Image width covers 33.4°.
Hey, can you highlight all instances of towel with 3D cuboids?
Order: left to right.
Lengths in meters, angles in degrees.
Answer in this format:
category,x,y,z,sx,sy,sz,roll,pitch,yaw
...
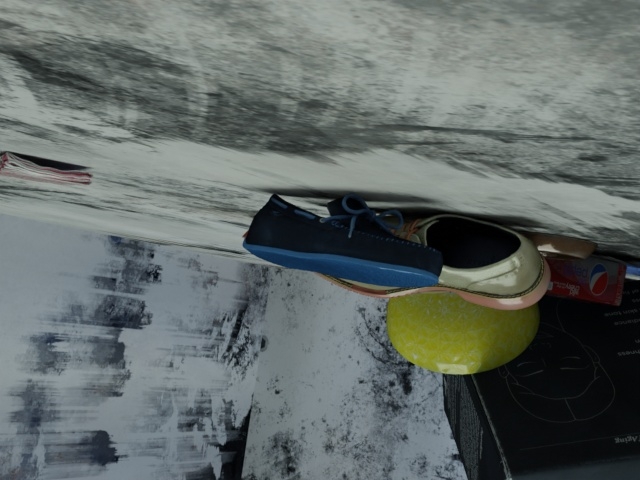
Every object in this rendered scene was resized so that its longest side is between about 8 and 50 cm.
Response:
category,x,y,z,sx,sy,sz,roll,pitch,yaw
towel,-0.460,-0.113,1.702,0.144,0.029,0.197,10,178,-31

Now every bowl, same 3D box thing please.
category,x,y,z,sx,sy,sz,roll,pitch,yaw
bowl,0.258,0.091,1.976,0.290,0.156,0.289,-7,-142,5

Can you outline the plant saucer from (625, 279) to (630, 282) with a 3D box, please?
category,x,y,z,sx,sy,sz,roll,pitch,yaw
plant saucer,0.632,0.101,2.433,0.199,0.036,0.198,9,176,1

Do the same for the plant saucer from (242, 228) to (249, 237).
category,x,y,z,sx,sy,sz,roll,pitch,yaw
plant saucer,0.000,0.000,2.206,0.259,0.047,0.259,7,177,16

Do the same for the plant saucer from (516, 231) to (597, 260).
category,x,y,z,sx,sy,sz,roll,pitch,yaw
plant saucer,0.367,0.011,1.748,0.169,0.029,0.168,8,175,1

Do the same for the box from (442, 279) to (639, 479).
category,x,y,z,sx,sy,sz,roll,pitch,yaw
box,0.511,0.338,1.993,0.480,0.297,0.471,-7,-148,-4

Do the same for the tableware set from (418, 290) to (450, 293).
category,x,y,z,sx,sy,sz,roll,pitch,yaw
tableware set,0.243,0.044,1.706,0.194,0.039,0.128,-3,-162,36

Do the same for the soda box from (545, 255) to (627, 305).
category,x,y,z,sx,sy,sz,roll,pitch,yaw
soda box,0.447,0.064,1.947,0.263,0.083,0.092,12,174,-42

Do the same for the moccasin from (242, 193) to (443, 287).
category,x,y,z,sx,sy,sz,roll,pitch,yaw
moccasin,0.026,-0.013,1.537,0.342,0.116,0.138,11,166,34

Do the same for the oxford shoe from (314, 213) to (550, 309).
category,x,y,z,sx,sy,sz,roll,pitch,yaw
oxford shoe,0.144,0.004,1.619,0.397,0.140,0.146,3,153,24
